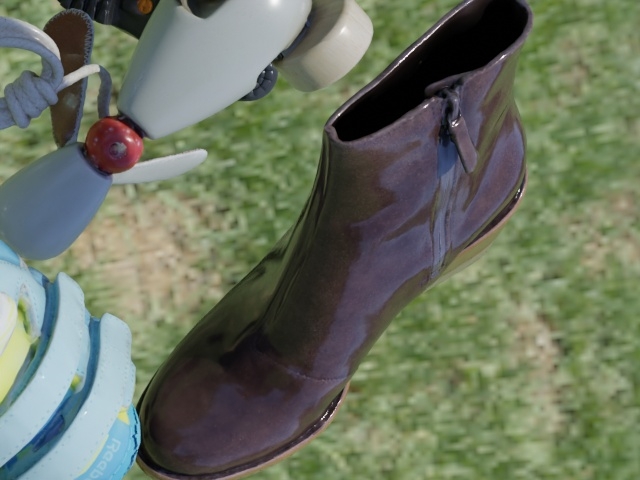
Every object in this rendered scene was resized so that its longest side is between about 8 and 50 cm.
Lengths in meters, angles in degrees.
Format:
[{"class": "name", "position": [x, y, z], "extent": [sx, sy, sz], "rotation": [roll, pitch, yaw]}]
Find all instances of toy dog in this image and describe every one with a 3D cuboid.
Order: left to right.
[{"class": "toy dog", "position": [-0.130, -0.140, 1.487], "extent": [0.161, 0.334, 0.220], "rotation": [-117, -176, -63]}]

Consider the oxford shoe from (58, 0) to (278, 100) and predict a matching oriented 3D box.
[{"class": "oxford shoe", "position": [-0.132, -0.204, 1.723], "extent": [0.083, 0.227, 0.096], "rotation": [-58, 175, 12]}]

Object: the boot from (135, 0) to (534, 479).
[{"class": "boot", "position": [0.000, 0.000, 0.902], "extent": [0.248, 0.090, 0.207], "rotation": [-38, 157, -17]}]

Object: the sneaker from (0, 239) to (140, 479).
[{"class": "sneaker", "position": [-0.156, 0.045, 0.761], "extent": [0.208, 0.127, 0.319], "rotation": [43, 3, -10]}]
